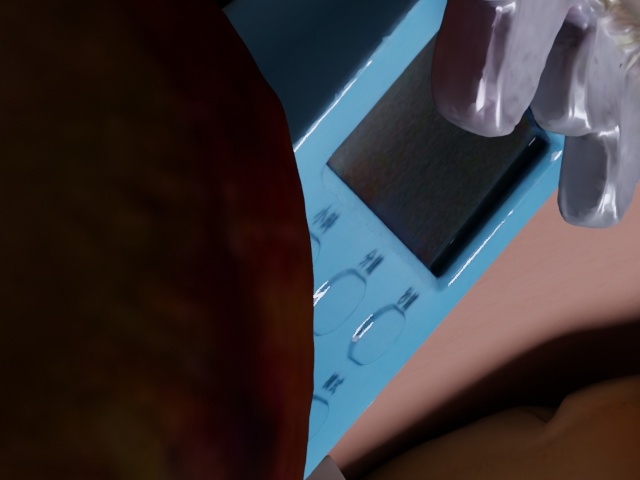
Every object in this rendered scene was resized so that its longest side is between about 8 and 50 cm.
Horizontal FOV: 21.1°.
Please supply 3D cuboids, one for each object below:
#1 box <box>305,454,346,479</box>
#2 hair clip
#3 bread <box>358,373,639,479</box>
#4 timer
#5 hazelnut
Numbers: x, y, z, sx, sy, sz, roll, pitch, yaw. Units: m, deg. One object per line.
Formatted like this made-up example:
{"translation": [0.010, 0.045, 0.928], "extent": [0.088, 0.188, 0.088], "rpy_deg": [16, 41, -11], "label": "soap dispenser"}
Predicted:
{"translation": [-0.023, 0.241, 1.055], "extent": [0.058, 0.141, 0.201], "rpy_deg": [-17, 157, -41], "label": "box"}
{"translation": [0.089, -0.084, 0.517], "extent": [0.257, 0.075, 0.146], "rpy_deg": [24, 90, -59], "label": "hair clip"}
{"translation": [0.172, 0.249, 1.176], "extent": [0.348, 0.253, 0.376], "rpy_deg": [-30, 159, 19], "label": "bread"}
{"translation": [0.000, 0.000, 0.620], "extent": [0.250, 0.091, 0.232], "rpy_deg": [-39, 157, 5], "label": "timer"}
{"translation": [-0.103, 0.041, 0.409], "extent": [0.251, 0.217, 0.217], "rpy_deg": [-58, 160, -7], "label": "hazelnut"}
